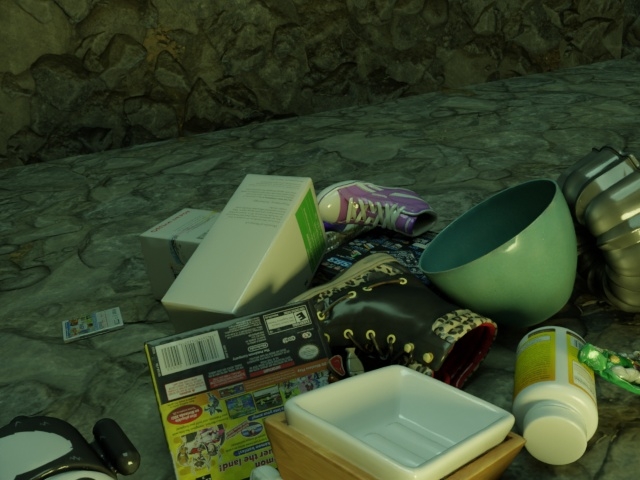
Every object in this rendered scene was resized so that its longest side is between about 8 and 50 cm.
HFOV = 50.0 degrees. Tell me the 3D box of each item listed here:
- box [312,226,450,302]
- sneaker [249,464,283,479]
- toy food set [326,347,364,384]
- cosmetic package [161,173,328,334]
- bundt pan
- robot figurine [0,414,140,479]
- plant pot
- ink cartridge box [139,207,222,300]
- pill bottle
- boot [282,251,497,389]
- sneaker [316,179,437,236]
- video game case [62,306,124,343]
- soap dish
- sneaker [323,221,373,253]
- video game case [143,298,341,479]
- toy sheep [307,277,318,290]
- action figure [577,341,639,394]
[{"bbox_3d":[0.171,0.059,1.501,0.296,0.073,0.293,16,33,40],"label":"box"},{"bbox_3d":[-0.001,0.361,0.873,0.115,0.090,0.232,-15,32,-37],"label":"sneaker"},{"bbox_3d":[0.045,0.223,1.043,0.078,0.019,0.122,-8,64,-30],"label":"toy food set"},{"bbox_3d":[-0.128,0.059,1.311,0.155,0.197,0.365,5,46,21],"label":"cosmetic package"},{"bbox_3d":[0.545,-0.009,1.290,0.124,0.330,0.331,-26,25,0],"label":"bundt pan"},{"bbox_3d":[-0.358,0.335,0.886,0.174,0.209,0.278,21,1,-42],"label":"robot figurine"},{"bbox_3d":[0.358,0.048,1.283,0.290,0.195,0.290,-34,11,8],"label":"plant pot"},{"bbox_3d":[-0.248,0.041,1.526,0.233,0.168,0.171,8,27,28],"label":"ink cartridge box"},{"bbox_3d":[0.348,0.228,1.023,0.117,0.117,0.215,2,25,18],"label":"pill bottle"},{"bbox_3d":[0.085,0.183,1.164,0.377,0.138,0.284,-32,40,-29],"label":"boot"},{"bbox_3d":[0.135,-0.067,1.555,0.282,0.102,0.161,-4,26,-23],"label":"sneaker"},{"bbox_3d":[-0.487,0.180,1.468,0.122,0.011,0.087,-14,26,-17],"label":"video game case"},{"bbox_3d":[0.101,0.270,0.893,0.229,0.118,0.291,19,14,37],"label":"soap dish"},{"bbox_3d":[0.000,0.001,1.650,0.146,0.102,0.293,10,21,31],"label":"sneaker"},{"bbox_3d":[-0.104,0.236,1.040,0.275,0.035,0.248,-13,65,-16],"label":"video game case"},{"bbox_3d":[-0.062,0.095,1.465,0.132,0.091,0.091,21,35,39],"label":"toy sheep"},{"bbox_3d":[0.473,0.200,1.002,0.232,0.063,0.137,21,7,-16],"label":"action figure"}]
